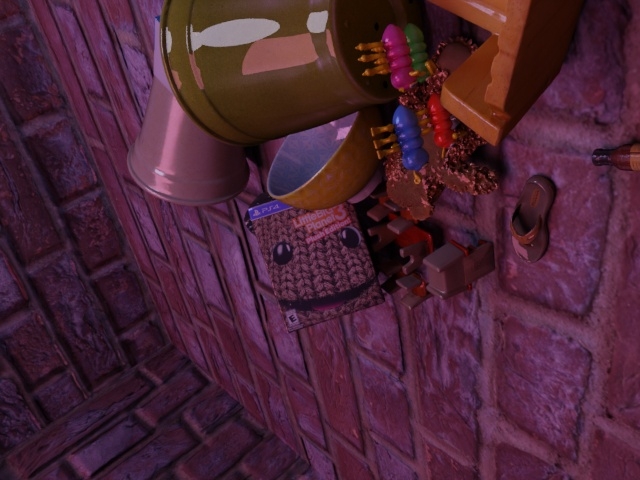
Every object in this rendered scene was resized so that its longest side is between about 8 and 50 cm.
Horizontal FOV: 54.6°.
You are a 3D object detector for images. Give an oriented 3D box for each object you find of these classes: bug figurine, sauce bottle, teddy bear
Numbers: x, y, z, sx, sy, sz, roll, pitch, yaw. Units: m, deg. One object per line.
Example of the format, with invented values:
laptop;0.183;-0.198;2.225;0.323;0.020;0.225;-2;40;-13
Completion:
bug figurine;0.140;-0.208;0.905;0.072;0.279;0.216;-14;102;27
sauce bottle;0.451;-0.119;0.878;0.128;0.042;0.042;14;130;53
teddy bear;0.227;-0.192;1.099;0.245;0.113;0.338;30;134;30

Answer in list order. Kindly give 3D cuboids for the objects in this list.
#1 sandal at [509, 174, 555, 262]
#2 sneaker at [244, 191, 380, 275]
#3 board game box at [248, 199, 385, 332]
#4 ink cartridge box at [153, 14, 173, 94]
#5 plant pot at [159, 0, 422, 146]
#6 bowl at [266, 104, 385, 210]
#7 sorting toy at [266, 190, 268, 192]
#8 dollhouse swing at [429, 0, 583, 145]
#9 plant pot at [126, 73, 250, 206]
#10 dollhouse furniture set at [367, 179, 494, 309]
sandal;0.364;-0.032;1.087;0.072;0.049;0.180;34;144;35
sneaker;0.000;0.000;1.630;0.410;0.158;0.182;29;176;30
board game box;-0.007;0.036;1.422;0.141;0.232;0.291;69;-177;-86
ink cartridge box;-0.231;-0.425;1.400;0.168;0.232;0.171;46;149;14
plant pot;-0.029;-0.350;1.086;0.352;0.366;0.367;8;126;43
bowl;0.039;-0.166;1.272;0.156;0.290;0.289;35;160;-26
sorting toy;-0.114;-0.112;1.748;0.083;0.045;0.075;41;167;25
dollhouse swing;0.184;-0.381;0.794;0.305;0.315;0.347;28;143;23
plant pot;-0.325;-0.311;1.612;0.334;0.333;0.306;43;138;23
dollhouse furniture set;0.223;0.015;1.307;0.259;0.135;0.262;37;147;51
